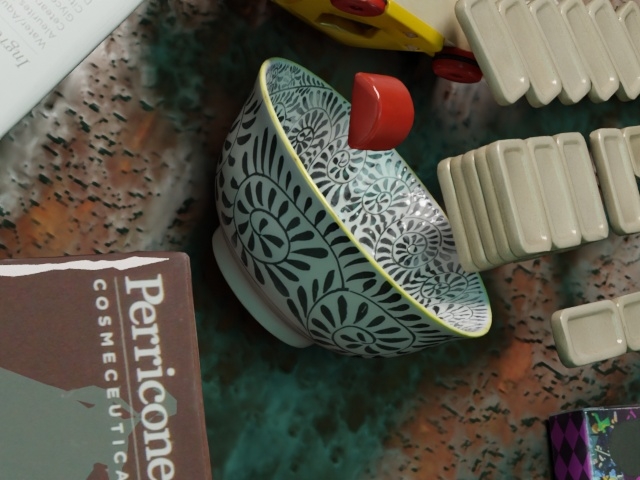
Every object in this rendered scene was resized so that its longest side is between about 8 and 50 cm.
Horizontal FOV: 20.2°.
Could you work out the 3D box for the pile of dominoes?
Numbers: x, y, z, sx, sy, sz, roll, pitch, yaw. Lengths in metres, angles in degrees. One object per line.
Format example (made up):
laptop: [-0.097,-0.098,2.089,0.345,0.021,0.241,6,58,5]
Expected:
pile of dominoes: [0.150,-0.036,0.980,0.251,0.040,0.196,-8,82,-53]

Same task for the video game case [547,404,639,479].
video game case: [0.233,0.203,0.997,0.210,0.042,0.232,-1,81,-28]

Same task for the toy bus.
toy bus: [0.027,-0.148,0.922,0.191,0.104,0.202,-41,129,-42]

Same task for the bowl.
bowl: [0.000,0.000,0.880,0.080,0.170,0.170,-38,111,17]

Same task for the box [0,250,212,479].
box: [-0.238,0.114,0.719,0.381,0.143,0.191,-3,82,-30]

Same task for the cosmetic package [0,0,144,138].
cosmetic package: [-0.177,-0.116,0.785,0.151,0.151,0.183,47,62,-12]
